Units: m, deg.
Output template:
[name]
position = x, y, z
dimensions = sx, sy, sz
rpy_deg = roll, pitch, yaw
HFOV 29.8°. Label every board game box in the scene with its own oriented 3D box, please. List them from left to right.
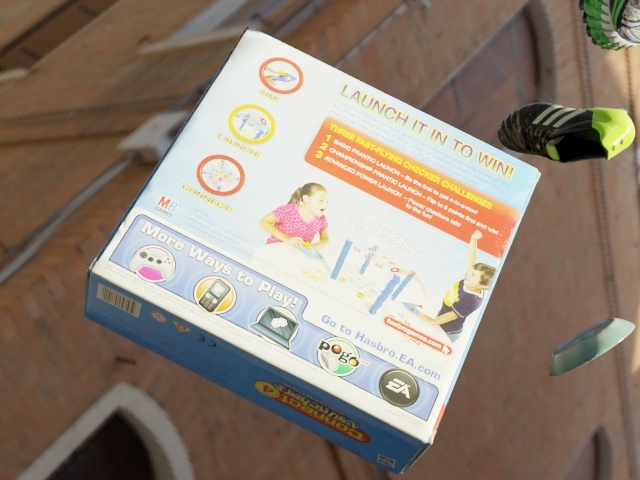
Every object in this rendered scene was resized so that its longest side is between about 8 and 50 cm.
[board game box]
position = 0.000, 0.000, 1.061
dimensions = 0.308, 0.302, 0.086
rpy_deg = 27, -33, 2

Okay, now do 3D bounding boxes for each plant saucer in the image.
[plant saucer]
position = 0.324, 0.125, 1.460
dimensions = 0.021, 0.119, 0.119
rpy_deg = 58, -31, 1

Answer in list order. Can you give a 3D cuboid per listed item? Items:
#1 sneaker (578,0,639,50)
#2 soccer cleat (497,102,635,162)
[sneaker]
position = 0.312, -0.256, 1.108
dimensions = 0.146, 0.134, 0.343
rpy_deg = 7, -1, 24
[soccer cleat]
position = 0.258, -0.115, 1.323
dimensions = 0.179, 0.072, 0.060
rpy_deg = 3, -55, 48
